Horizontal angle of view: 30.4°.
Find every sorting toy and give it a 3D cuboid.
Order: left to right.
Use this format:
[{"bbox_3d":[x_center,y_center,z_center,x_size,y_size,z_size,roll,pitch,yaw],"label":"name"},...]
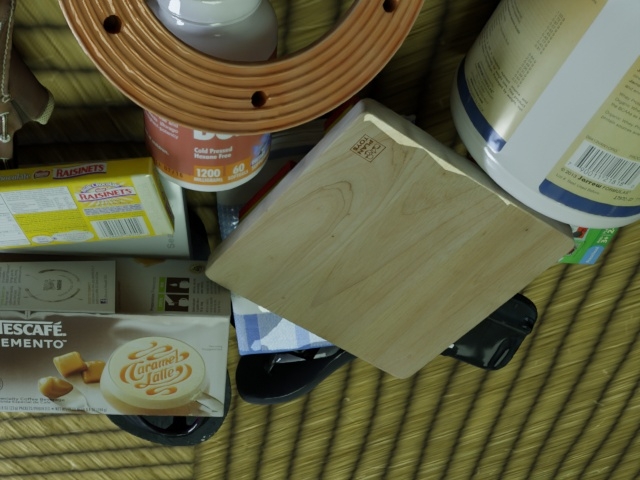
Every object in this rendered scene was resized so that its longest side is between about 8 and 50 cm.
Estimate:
[{"bbox_3d":[0.065,-0.011,1.151,0.255,0.089,0.257,29,128,-23],"label":"sorting toy"}]

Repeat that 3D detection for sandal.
[{"bbox_3d":[-0.194,0.141,1.389,0.167,0.107,0.446,-8,140,-6],"label":"sandal"},{"bbox_3d":[0.007,0.115,1.430,0.254,0.097,0.054,-26,142,1],"label":"sandal"}]

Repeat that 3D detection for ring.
[{"bbox_3d":[-0.051,-0.247,0.909,0.336,0.032,0.337,-11,115,-24],"label":"ring"}]

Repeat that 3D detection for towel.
[{"bbox_3d":[0.000,0.000,1.245,0.209,0.034,0.285,-6,123,-4],"label":"towel"}]

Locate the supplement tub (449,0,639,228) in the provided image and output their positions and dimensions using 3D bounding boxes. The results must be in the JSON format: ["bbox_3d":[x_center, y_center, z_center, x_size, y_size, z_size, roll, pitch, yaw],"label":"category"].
[{"bbox_3d":[0.276,-0.188,1.019,0.228,0.228,0.316,9,137,-24],"label":"supplement tub"}]

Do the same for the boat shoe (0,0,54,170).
[{"bbox_3d":[-0.284,-0.139,1.046,0.095,0.095,0.257,6,149,-21],"label":"boat shoe"}]

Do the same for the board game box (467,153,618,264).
[{"bbox_3d":[0.249,-0.039,1.342,0.211,0.039,0.160,3,139,-17],"label":"board game box"}]

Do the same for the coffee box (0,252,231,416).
[{"bbox_3d":[-0.217,0.096,1.190,0.246,0.098,0.141,3,125,-7],"label":"coffee box"}]

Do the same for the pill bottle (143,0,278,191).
[{"bbox_3d":[-0.099,-0.155,1.045,0.121,0.121,0.216,-5,141,-9],"label":"pill bottle"}]

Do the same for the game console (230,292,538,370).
[{"bbox_3d":[0.079,0.068,1.347,0.361,0.044,0.213,22,117,-21],"label":"game console"}]

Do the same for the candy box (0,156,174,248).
[{"bbox_3d":[-0.249,-0.033,1.110,0.205,0.027,0.105,-4,146,4],"label":"candy box"}]

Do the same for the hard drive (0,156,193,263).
[{"bbox_3d":[-0.288,0.014,1.213,0.307,0.040,0.203,-4,126,-2],"label":"hard drive"}]
